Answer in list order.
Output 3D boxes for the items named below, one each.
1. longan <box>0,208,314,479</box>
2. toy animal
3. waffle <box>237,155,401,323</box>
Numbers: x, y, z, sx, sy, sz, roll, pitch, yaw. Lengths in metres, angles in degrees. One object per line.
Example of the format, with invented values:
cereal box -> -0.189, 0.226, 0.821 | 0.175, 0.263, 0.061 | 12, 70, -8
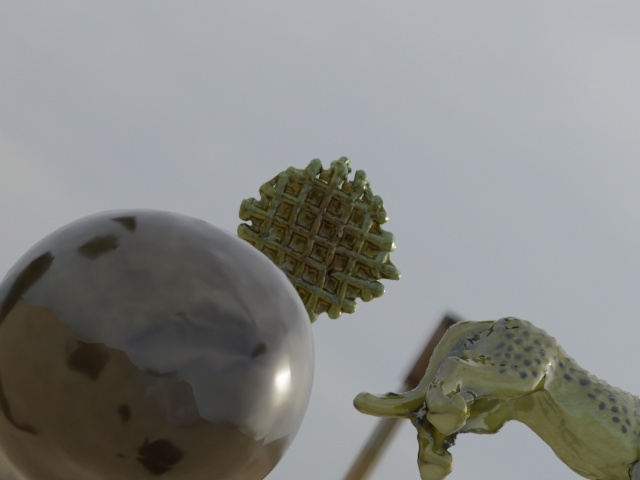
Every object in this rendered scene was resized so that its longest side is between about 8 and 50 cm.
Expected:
longan -> -0.147, 0.107, 1.638 | 0.297, 0.297, 0.297 | 31, -10, 6
toy animal -> 0.116, 0.090, 0.986 | 0.181, 0.136, 0.073 | 31, -51, 2
waffle -> 0.000, 0.000, 2.198 | 0.036, 0.169, 0.183 | -108, 172, -87
